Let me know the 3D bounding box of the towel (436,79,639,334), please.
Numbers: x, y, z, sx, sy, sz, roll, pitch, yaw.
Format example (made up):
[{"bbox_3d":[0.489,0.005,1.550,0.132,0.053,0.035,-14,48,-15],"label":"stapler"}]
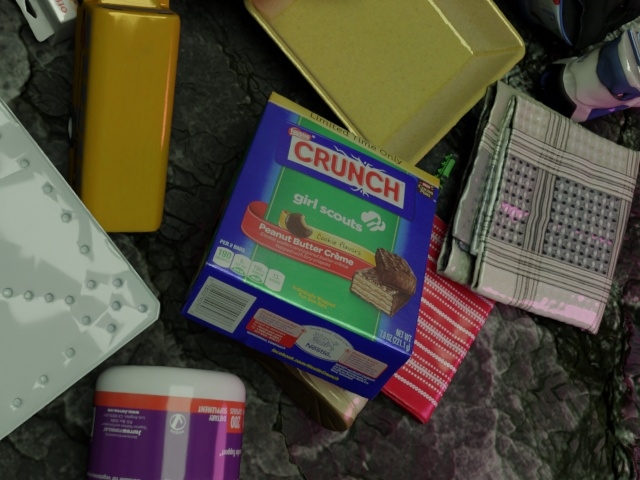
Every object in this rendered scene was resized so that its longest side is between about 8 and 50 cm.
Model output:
[{"bbox_3d":[0.343,-0.043,1.417,0.324,0.056,0.312,20,83,-26],"label":"towel"}]

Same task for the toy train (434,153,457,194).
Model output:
[{"bbox_3d":[0.184,-0.097,1.416,0.017,0.023,0.083,35,71,-14],"label":"toy train"}]

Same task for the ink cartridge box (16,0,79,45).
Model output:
[{"bbox_3d":[-0.314,-0.321,1.206,0.143,0.090,0.092,-31,94,-25],"label":"ink cartridge box"}]

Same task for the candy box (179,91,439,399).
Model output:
[{"bbox_3d":[0.000,0.000,1.195,0.268,0.122,0.317,25,45,-11],"label":"candy box"}]

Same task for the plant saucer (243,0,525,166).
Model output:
[{"bbox_3d":[0.092,-0.303,1.380,0.333,0.081,0.333,-44,100,-22],"label":"plant saucer"}]

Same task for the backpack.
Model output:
[{"bbox_3d":[0.410,-0.445,1.452,0.276,0.213,0.263,-24,130,-18],"label":"backpack"}]

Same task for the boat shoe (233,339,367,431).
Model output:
[{"bbox_3d":[-0.042,0.126,1.248,0.285,0.104,0.089,51,58,-11],"label":"boat shoe"}]

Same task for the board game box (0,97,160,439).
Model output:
[{"bbox_3d":[-0.450,0.046,1.064,0.390,0.050,0.390,-38,97,-9],"label":"board game box"}]

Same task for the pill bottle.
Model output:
[{"bbox_3d":[-0.188,0.313,1.107,0.181,0.181,0.323,7,79,-22],"label":"pill bottle"}]

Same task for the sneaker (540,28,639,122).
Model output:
[{"bbox_3d":[0.458,-0.260,1.507,0.315,0.182,0.128,-9,87,-53],"label":"sneaker"}]

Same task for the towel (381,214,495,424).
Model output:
[{"bbox_3d":[0.145,0.103,1.365,0.199,0.031,0.275,39,69,-14],"label":"towel"}]

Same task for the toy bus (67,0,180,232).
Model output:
[{"bbox_3d":[-0.241,-0.187,1.142,0.108,0.130,0.333,0,110,-24],"label":"toy bus"}]
